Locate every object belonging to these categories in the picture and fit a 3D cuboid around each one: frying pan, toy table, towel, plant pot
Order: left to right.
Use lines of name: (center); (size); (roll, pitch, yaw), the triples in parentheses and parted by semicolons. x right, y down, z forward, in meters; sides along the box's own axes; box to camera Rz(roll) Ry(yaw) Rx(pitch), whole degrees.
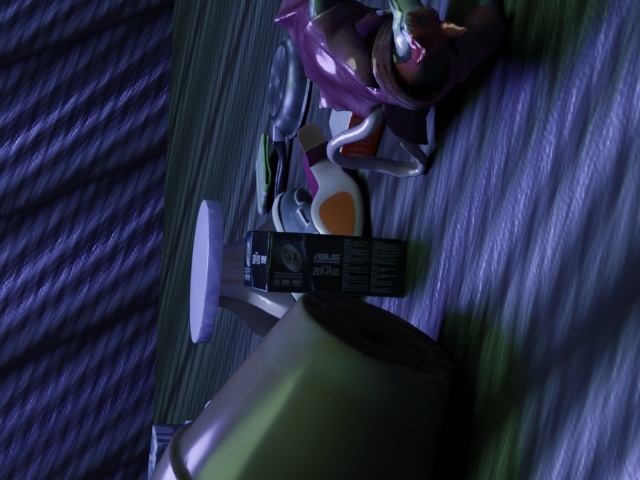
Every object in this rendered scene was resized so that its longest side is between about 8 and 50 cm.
toy table: (-0.141, 0.062, 2.128); (0.252, 0.161, 0.274); (-105, 23, -49)
towel: (-0.106, -0.125, 2.272); (0.152, 0.023, 0.113); (111, 156, -68)
frying pan: (-0.071, -0.236, 2.159); (0.197, 0.053, 0.326); (-101, 23, -46)
plant pot: (0.005, 0.220, 1.333); (0.280, 0.323, 0.323); (-66, 20, 14)

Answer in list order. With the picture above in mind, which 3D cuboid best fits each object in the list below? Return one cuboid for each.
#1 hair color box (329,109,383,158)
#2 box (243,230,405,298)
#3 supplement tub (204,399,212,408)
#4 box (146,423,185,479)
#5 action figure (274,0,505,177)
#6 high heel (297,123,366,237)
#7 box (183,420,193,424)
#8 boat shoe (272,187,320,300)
hair color box: (0.059, -0.199, 1.631); (0.093, 0.053, 0.167); (-100, 18, -45)
box: (0.002, 0.030, 1.545); (0.147, 0.180, 0.077); (-175, 88, -76)
supplement tub: (-0.059, 0.374, 1.607); (0.228, 0.228, 0.316); (118, 151, -58)
box: (-0.177, 0.461, 2.015); (0.076, 0.242, 0.307); (-118, 35, -64)
action figure: (0.057, -0.188, 1.258); (0.370, 0.248, 0.275); (-137, 51, -75)
high heel: (0.024, -0.054, 1.744); (0.244, 0.082, 0.117); (64, -178, 36)
box: (-0.219, 0.403, 2.392); (0.028, 0.136, 0.081); (101, 165, -46)
boat shoe: (0.000, 0.000, 1.794); (0.099, 0.116, 0.319); (-35, 26, 13)
